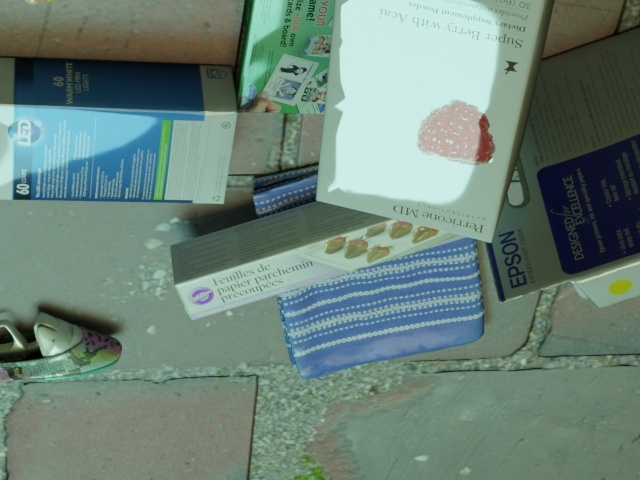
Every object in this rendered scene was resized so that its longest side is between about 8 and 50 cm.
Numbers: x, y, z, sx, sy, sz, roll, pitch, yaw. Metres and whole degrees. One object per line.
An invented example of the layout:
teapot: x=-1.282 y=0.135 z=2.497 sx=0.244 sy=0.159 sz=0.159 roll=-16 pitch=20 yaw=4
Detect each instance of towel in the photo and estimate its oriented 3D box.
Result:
towel: x=0.062 y=0.032 z=1.897 sx=0.243 sy=0.040 sz=0.336 roll=-11 pitch=138 yaw=1

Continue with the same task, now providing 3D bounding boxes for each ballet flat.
ballet flat: x=-0.344 y=0.125 z=1.914 sx=0.221 sy=0.077 sz=0.079 roll=-9 pitch=118 yaw=1

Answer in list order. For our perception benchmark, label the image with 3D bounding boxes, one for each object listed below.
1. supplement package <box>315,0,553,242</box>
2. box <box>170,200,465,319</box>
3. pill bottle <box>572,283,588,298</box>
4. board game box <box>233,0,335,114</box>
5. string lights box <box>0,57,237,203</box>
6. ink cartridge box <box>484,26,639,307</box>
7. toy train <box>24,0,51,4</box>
supplement package: x=0.109 y=-0.172 z=1.478 sx=0.177 sy=0.175 sz=0.293 roll=13 pitch=137 yaw=8
box: x=0.000 y=0.000 z=1.788 sx=0.324 sy=0.067 sz=0.063 roll=-18 pitch=135 yaw=4
pill bottle: x=0.376 y=-0.039 z=1.799 sx=0.245 sy=0.136 sz=0.136 roll=-21 pitch=136 yaw=13
board game box: x=0.039 y=-0.248 z=1.582 sx=0.213 sy=0.046 sz=0.317 roll=1 pitch=137 yaw=-12
string lights box: x=-0.221 y=-0.109 z=1.667 sx=0.259 sy=0.077 sz=0.133 roll=1 pitch=136 yaw=-11
ink cartridge box: x=0.302 y=-0.081 z=1.618 sx=0.307 sy=0.304 sz=0.072 roll=-20 pitch=136 yaw=13
toy train: x=-0.246 y=-0.265 z=1.515 sx=0.166 sy=0.046 sz=0.125 roll=-3 pitch=138 yaw=-6
